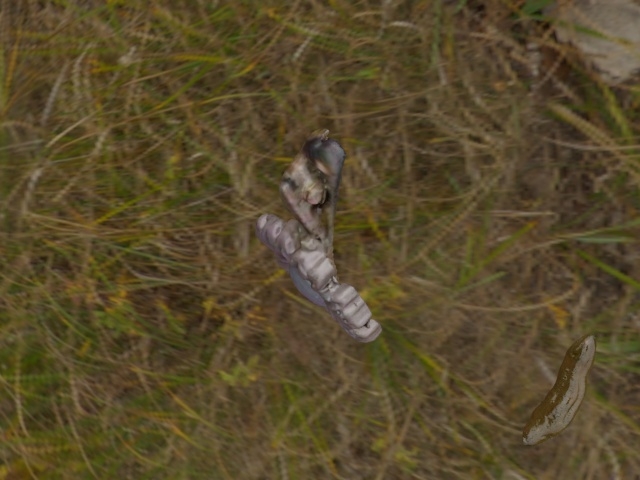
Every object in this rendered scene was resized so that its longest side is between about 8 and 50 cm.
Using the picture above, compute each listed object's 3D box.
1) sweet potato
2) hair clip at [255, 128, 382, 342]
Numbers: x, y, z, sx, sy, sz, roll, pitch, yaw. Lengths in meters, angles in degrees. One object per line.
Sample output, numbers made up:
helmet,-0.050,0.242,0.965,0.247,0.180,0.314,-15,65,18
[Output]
sweet potato,0.337,0.207,1.915,0.054,0.053,0.182,29,103,13
hair clip,-0.006,0.003,1.452,0.069,0.300,0.173,-33,58,-18
